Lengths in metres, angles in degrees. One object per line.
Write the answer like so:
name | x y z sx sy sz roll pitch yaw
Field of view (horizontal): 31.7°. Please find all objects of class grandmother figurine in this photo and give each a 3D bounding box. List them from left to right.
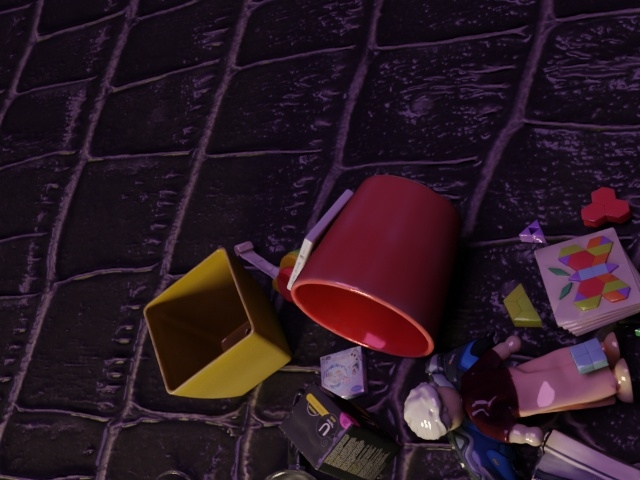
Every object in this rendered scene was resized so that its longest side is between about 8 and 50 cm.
grandmother figurine | 0.296 0.237 1.725 0.342 0.104 0.208 -12 30 5

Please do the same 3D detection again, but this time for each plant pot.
plant pot | -0.178 0.179 2.142 0.212 0.187 0.212 -37 51 16
plant pot | 0.114 0.037 1.962 0.275 0.275 0.243 7 63 39

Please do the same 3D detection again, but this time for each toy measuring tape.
toy measuring tape | -0.060 0.042 2.168 0.330 0.121 0.121 34 90 43

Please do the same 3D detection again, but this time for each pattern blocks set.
pattern blocks set | 0.426 0.058 1.771 0.285 0.026 0.325 -28 43 -2

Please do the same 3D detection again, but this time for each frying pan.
frying pan | -0.070 0.449 2.013 0.197 0.053 0.326 -29 51 23

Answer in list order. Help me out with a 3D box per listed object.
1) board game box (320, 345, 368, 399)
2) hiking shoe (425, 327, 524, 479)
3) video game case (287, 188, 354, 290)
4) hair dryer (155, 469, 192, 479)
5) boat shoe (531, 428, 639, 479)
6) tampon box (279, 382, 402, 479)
board game box | 0.043 0.246 2.052 0.090 0.020 0.090 -19 56 28
hiking shoe | 0.272 0.284 1.797 0.132 0.113 0.304 -33 53 15
video game case | 0.000 0.000 2.016 0.019 0.143 0.157 32 49 10
hair dryer | -0.297 0.583 2.096 0.223 0.080 0.293 -47 48 7
boat shoe | 0.438 0.405 1.615 0.340 0.127 0.158 22 87 50
tampon box | 0.035 0.334 1.918 0.101 0.161 0.120 -52 48 3
